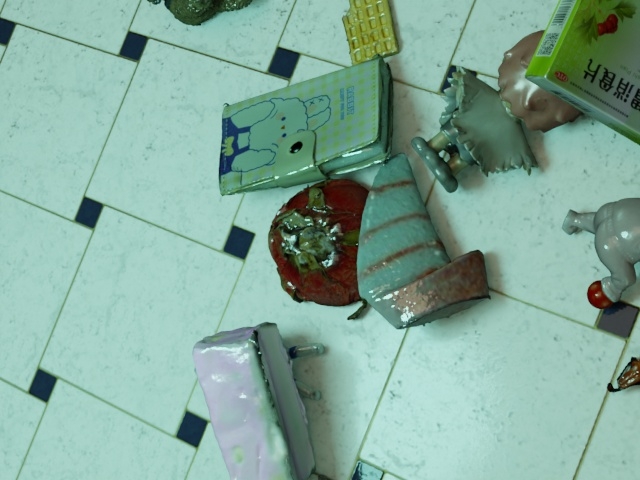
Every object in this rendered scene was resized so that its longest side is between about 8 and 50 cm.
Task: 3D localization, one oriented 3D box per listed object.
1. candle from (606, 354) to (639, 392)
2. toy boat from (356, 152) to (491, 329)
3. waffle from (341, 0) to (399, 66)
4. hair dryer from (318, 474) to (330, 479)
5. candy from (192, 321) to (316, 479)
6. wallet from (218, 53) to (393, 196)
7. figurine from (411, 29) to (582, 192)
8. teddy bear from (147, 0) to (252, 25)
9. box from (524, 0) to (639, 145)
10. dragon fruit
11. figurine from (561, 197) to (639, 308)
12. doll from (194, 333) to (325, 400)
[{"bbox_3d":[0.544,0.145,1.539,0.301,0.059,0.084,-32,58,15],"label":"candle"},{"bbox_3d":[0.137,-0.006,1.711,0.206,0.096,0.282,-18,73,-5],"label":"toy boat"},{"bbox_3d":[0.084,-0.373,1.879,0.092,0.021,0.135,-18,72,20],"label":"waffle"},{"bbox_3d":[0.069,0.412,1.706,0.155,0.044,0.183,-44,62,7],"label":"hair dryer"},{"bbox_3d":[-0.098,0.266,1.711,0.115,0.155,0.265,-17,91,12],"label":"candy"},{"bbox_3d":[-0.029,-0.187,1.835,0.309,0.077,0.223,-15,53,22],"label":"wallet"},{"bbox_3d":[0.320,-0.229,1.677,0.387,0.166,0.207,-38,100,10],"label":"figurine"},{"bbox_3d":[-0.237,-0.461,1.992,0.251,0.181,0.129,46,139,39],"label":"teddy bear"},{"bbox_3d":[0.444,-0.258,1.577,0.175,0.260,0.062,-65,23,-1],"label":"box"},{"bbox_3d":[-0.002,-0.004,1.766,0.218,0.148,0.224,18,87,25],"label":"dragon fruit"},{"bbox_3d":[0.495,-0.020,1.567,0.287,0.186,0.176,-32,22,33],"label":"figurine"},{"bbox_3d":[-0.105,0.211,1.819,0.227,0.057,0.114,1,85,15],"label":"doll"}]
